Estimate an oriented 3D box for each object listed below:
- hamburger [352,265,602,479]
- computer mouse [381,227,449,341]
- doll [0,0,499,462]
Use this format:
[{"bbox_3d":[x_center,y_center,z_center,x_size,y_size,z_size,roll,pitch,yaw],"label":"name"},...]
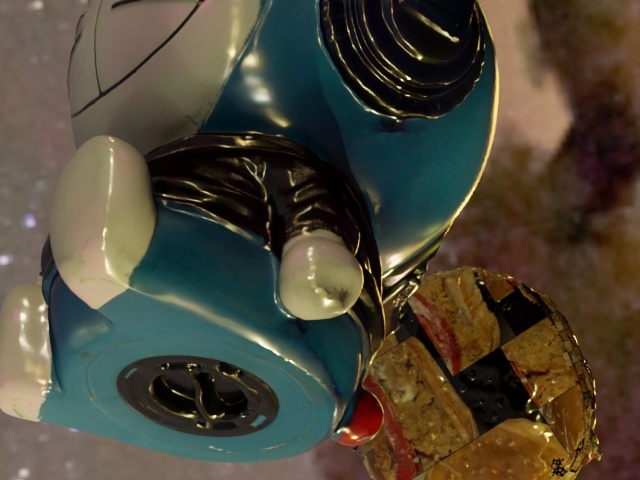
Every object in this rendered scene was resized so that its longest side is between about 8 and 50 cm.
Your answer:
[{"bbox_3d":[0.120,0.133,1.501,0.107,0.231,0.231,26,-126,-73],"label":"hamburger"},{"bbox_3d":[0.000,0.000,1.157,0.077,0.241,0.146,-15,-115,-52],"label":"computer mouse"},{"bbox_3d":[-0.031,-0.049,0.940,0.240,0.284,0.310,29,-128,-24],"label":"doll"}]
